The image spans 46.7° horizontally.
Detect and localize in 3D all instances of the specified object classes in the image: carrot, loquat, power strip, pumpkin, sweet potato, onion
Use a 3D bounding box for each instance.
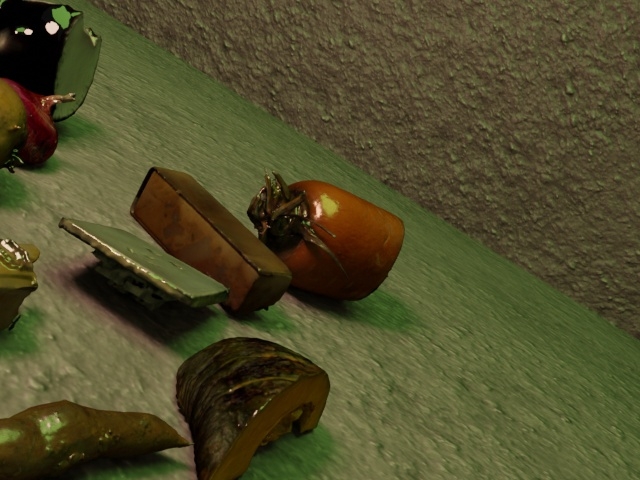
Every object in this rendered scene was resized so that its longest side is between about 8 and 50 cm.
[{"bbox_3d":[0.000,0.000,1.319,0.331,0.193,0.214,26,38,-35],"label":"carrot"},{"bbox_3d":[-0.495,-0.161,0.999,0.205,0.149,0.172,17,21,-7],"label":"loquat"},{"bbox_3d":[-0.233,0.048,0.978,0.198,0.064,0.213,31,2,9],"label":"power strip"},{"bbox_3d":[-0.094,0.154,0.828,0.163,0.111,0.278,31,16,19],"label":"pumpkin"},{"bbox_3d":[-0.219,0.169,0.629,0.274,0.067,0.067,12,24,-51],"label":"sweet potato"},{"bbox_3d":[-0.458,-0.205,1.188,0.150,0.140,0.150,60,6,-11],"label":"onion"}]

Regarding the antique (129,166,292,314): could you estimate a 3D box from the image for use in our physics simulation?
[{"bbox_3d":[-0.177,0.001,1.170,0.310,0.093,0.087,40,18,32],"label":"antique"}]

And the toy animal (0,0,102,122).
[{"bbox_3d":[-0.580,-0.355,1.323,0.310,0.251,0.251,18,15,1],"label":"toy animal"}]

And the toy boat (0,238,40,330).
[{"bbox_3d":[-0.388,0.035,0.679,0.115,0.089,0.310,46,19,19],"label":"toy boat"}]
